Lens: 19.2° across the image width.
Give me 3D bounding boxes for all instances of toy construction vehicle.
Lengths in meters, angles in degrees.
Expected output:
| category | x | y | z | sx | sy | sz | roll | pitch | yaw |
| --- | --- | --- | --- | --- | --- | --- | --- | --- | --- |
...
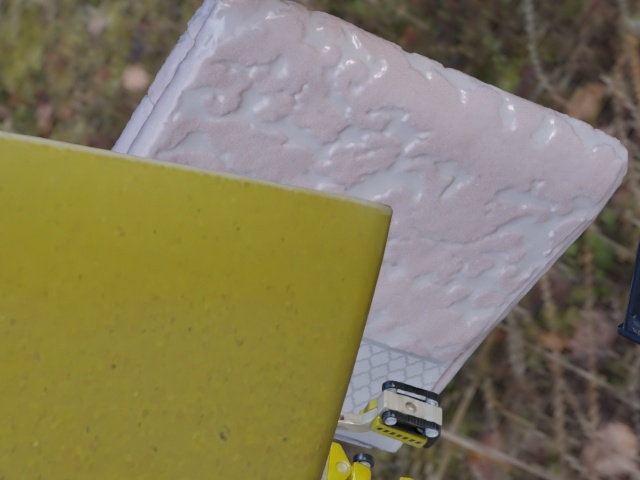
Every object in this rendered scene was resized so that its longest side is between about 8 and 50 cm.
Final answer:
| category | x | y | z | sx | sy | sz | roll | pitch | yaw |
| --- | --- | --- | --- | --- | --- | --- | --- | --- | --- |
| toy construction vehicle | 0.032 | 0.115 | 0.973 | 0.035 | 0.098 | 0.086 | 125 | 155 | -45 |

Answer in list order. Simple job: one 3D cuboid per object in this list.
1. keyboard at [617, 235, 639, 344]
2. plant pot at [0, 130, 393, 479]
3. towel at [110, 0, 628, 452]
| category | x | y | z | sx | sy | sz | roll | pitch | yaw |
| --- | --- | --- | --- | --- | --- | --- | --- | --- | --- |
| keyboard | 0.271 | 0.076 | 0.908 | 0.317 | 0.033 | 0.201 | 26 | 114 | 46 |
| plant pot | -0.139 | 0.070 | 0.375 | 0.212 | 0.212 | 0.187 | 3 | 86 | 46 |
| towel | 0.000 | 0.000 | 1.321 | 0.317 | 0.332 | 0.053 | -55 | 31 | 27 |
